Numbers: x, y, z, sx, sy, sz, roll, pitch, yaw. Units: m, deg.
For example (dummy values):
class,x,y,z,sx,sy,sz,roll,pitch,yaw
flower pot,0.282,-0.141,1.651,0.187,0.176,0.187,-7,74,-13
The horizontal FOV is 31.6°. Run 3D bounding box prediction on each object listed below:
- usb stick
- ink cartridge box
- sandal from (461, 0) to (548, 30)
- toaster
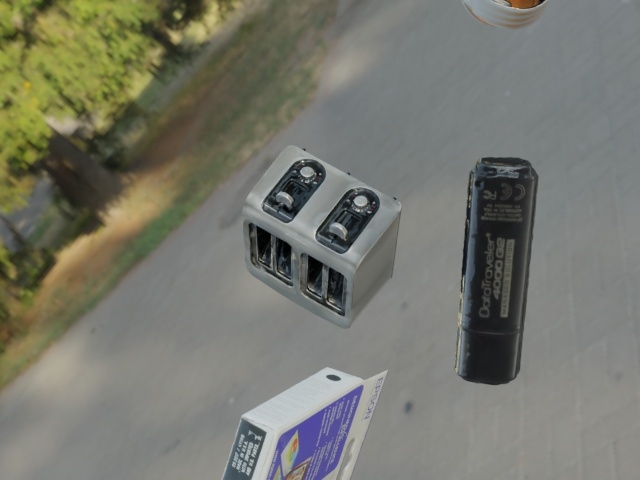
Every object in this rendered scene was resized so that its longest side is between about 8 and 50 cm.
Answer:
class,x,y,z,sx,sy,sz,roll,pitch,yaw
usb stick,0.196,0.040,1.271,0.045,0.077,0.278,-72,-16,-63
ink cartridge box,-0.028,0.224,1.051,0.208,0.045,0.206,-16,-52,-58
sandal,0.210,-0.294,1.247,0.265,0.102,0.076,85,-175,-67
toaster,0.000,0.000,1.370,0.110,0.168,0.186,-49,-20,-29
